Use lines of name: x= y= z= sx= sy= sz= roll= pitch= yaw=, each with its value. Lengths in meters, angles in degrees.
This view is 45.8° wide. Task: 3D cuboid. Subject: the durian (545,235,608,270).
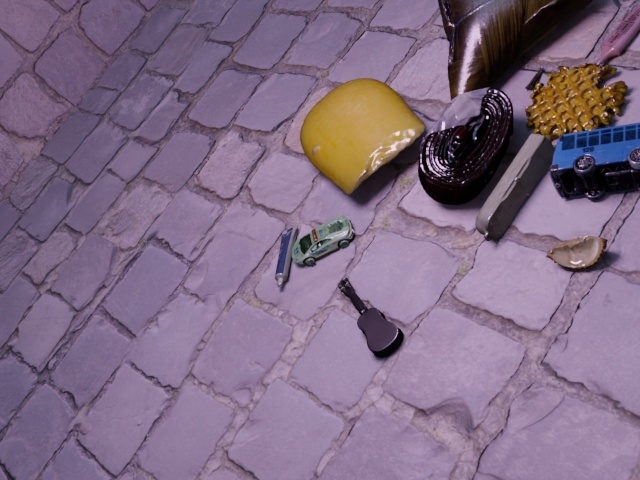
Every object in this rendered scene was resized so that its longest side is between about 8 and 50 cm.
durian: x=0.531 y=0.029 z=1.557 sx=0.130 sy=0.066 sz=0.052 roll=-20 pitch=47 yaw=36

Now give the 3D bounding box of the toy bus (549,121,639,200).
toy bus: x=0.618 y=-0.171 z=1.611 sx=0.234 sy=0.116 sz=0.133 roll=-5 pitch=55 yaw=32

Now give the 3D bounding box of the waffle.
waffle: x=0.600 y=-0.329 z=1.795 sx=0.232 sy=0.051 sz=0.228 roll=14 pitch=70 yaw=43

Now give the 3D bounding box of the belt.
belt: x=0.350 y=-0.223 z=1.822 sx=0.184 sy=0.164 sz=0.289 roll=32 pitch=78 yaw=19

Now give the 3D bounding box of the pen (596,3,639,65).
pen: x=0.728 y=-0.495 z=1.837 sx=0.197 sy=0.032 sz=0.053 roll=-50 pitch=44 yaw=-8

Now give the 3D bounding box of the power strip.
power strip: x=0.444 y=-0.119 z=1.729 sx=0.048 sy=0.080 sz=0.285 roll=23 pitch=75 yaw=51

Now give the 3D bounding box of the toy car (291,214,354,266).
toy car: x=0.000 y=0.000 z=1.983 sx=0.186 sy=0.058 sz=0.093 roll=-28 pitch=47 yaw=16

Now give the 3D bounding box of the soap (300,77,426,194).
soap: x=0.102 y=-0.300 z=2.097 sx=0.306 sy=0.115 sz=0.427 roll=-42 pitch=42 yaw=8

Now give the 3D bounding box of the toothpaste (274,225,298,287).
toothpaste: x=-0.095 y=0.043 z=2.037 sx=0.057 sy=0.035 sz=0.197 roll=-22 pitch=42 yaw=34

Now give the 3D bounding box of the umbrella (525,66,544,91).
umbrella: x=0.542 y=-0.406 z=1.919 sx=0.083 sy=0.020 sz=0.031 roll=-59 pitch=6 yaw=-15

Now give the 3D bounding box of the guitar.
guitar: x=0.102 y=0.167 z=1.791 sx=0.084 sy=0.038 sz=0.271 roll=-40 pitch=43 yaw=3

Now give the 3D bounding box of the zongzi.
zongzi: x=0.509 y=-0.507 z=1.929 sx=0.404 sy=0.208 sz=0.431 roll=-6 pitch=72 yaw=22
